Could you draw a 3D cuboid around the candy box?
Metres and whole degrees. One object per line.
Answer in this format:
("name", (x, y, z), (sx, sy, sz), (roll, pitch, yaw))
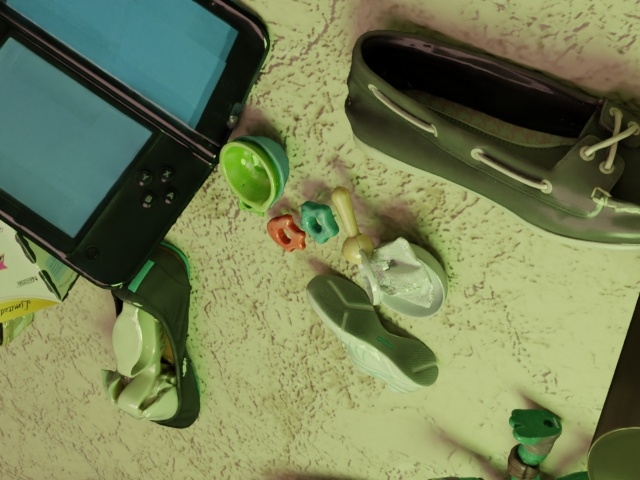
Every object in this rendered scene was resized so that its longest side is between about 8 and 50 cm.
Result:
("candy box", (-0.376, -0.023, 1.872), (0.159, 0.071, 0.233), (-18, 117, 28))

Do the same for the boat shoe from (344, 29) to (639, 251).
("boat shoe", (0.162, -0.081, 1.407), (0.335, 0.112, 0.095), (19, 142, 27))

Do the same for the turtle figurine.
("turtle figurine", (0.181, 0.274, 1.729), (0.175, 0.118, 0.234), (41, 133, 17))

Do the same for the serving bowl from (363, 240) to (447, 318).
("serving bowl", (0.081, 0.031, 1.642), (0.083, 0.027, 0.083), (21, 139, 20))

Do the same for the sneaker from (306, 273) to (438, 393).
("sneaker", (0.039, 0.095, 1.718), (0.152, 0.053, 0.061), (43, 144, -7))

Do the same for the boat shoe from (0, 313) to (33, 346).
("boat shoe", (-0.368, 0.046, 1.983), (0.056, 0.048, 0.153), (5, 131, 34))

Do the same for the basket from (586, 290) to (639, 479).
("basket", (0.306, 0.114, 1.394), (0.204, 0.227, 0.154), (38, 141, 1))

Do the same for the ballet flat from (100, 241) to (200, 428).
("ballet flat", (-0.185, 0.121, 1.879), (0.095, 0.096, 0.280), (20, 138, 21))

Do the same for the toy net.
("toy net", (0.000, 0.000, 1.629), (0.232, 0.045, 0.122), (40, 140, 17))

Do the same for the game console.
("game console", (-0.230, -0.142, 1.608), (0.293, 0.250, 0.173), (34, 167, 6))
